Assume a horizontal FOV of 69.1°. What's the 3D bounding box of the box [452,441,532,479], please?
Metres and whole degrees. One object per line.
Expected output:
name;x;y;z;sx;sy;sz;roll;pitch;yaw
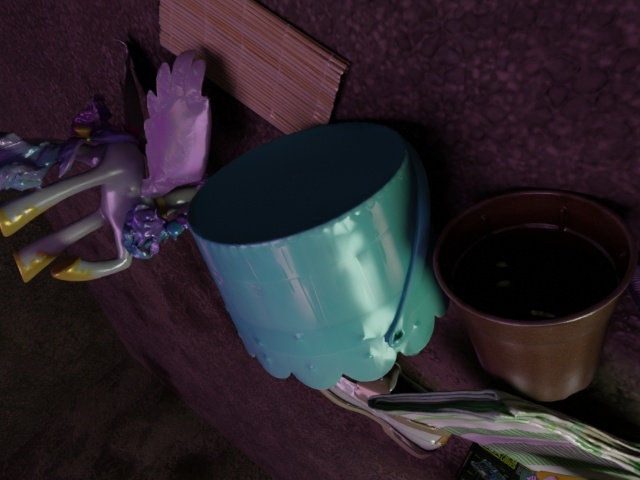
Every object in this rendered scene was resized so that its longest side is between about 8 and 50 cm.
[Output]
box;0.295;0.438;0.732;0.190;0.184;0.045;30;141;22

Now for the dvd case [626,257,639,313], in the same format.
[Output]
dvd case;0.395;0.069;0.379;0.221;0.018;0.165;-16;113;54

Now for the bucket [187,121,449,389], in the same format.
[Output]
bucket;0.000;0.000;0.528;0.281;0.281;0.183;13;136;40

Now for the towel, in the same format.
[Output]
towel;0.257;0.255;0.589;0.324;0.038;0.248;24;153;-18

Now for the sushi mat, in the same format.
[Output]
sushi mat;-0.105;-0.246;0.608;0.316;0.019;0.151;38;147;13

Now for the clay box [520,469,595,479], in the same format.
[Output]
clay box;0.348;0.357;0.551;0.053;0.128;0.222;22;156;-28

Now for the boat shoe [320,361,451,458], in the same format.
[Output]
boat shoe;0.105;0.258;0.834;0.302;0.113;0.103;33;122;1

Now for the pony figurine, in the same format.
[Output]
pony figurine;-0.308;-0.112;0.728;0.302;0.363;0.351;34;135;44

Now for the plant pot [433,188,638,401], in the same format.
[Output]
plant pot;0.211;0.065;0.464;0.166;0.167;0.165;14;142;40
